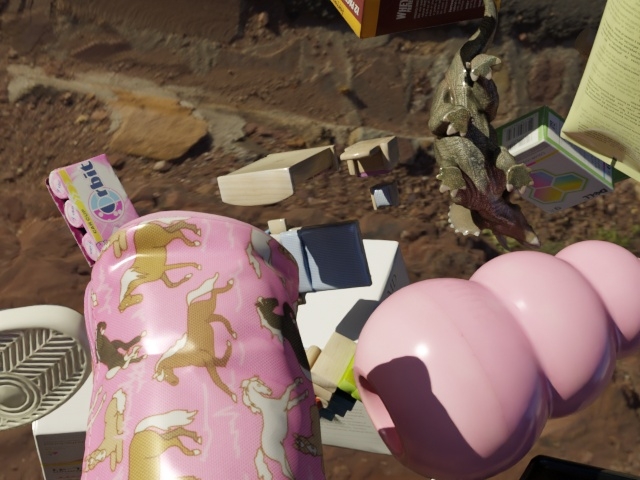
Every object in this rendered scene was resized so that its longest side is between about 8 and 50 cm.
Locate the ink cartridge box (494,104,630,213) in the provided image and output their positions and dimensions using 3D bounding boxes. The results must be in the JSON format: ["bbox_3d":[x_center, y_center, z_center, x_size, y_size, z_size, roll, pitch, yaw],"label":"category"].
[{"bbox_3d":[0.333,-0.096,1.135,0.209,0.109,0.062,27,58,-30],"label":"ink cartridge box"}]

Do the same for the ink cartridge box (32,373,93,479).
[{"bbox_3d":[-0.370,0.309,1.406,0.226,0.306,0.131,-2,60,-16],"label":"ink cartridge box"}]

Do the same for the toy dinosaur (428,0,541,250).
[{"bbox_3d":[0.162,-0.121,0.910,0.121,0.160,0.313,-17,95,-1],"label":"toy dinosaur"}]

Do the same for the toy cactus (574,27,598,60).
[{"bbox_3d":[0.439,-0.237,1.168,0.180,0.219,0.112,26,99,-12],"label":"toy cactus"}]

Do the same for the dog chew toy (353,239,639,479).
[{"bbox_3d":[0.204,0.105,0.842,0.332,0.206,0.207,-25,98,-12],"label":"dog chew toy"}]

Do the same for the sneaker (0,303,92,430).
[{"bbox_3d":[-0.373,0.125,0.846,0.350,0.148,0.131,-23,121,15],"label":"sneaker"}]

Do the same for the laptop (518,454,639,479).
[{"bbox_3d":[0.354,0.361,1.035,0.382,0.236,0.408,13,124,-6],"label":"laptop"}]

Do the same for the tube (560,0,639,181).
[{"bbox_3d":[0.201,-0.124,0.489,0.062,0.240,0.070,-5,52,1],"label":"tube"}]

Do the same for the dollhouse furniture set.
[{"bbox_3d":[0.000,0.000,1.431,0.198,0.286,0.303,-38,119,-60],"label":"dollhouse furniture set"}]

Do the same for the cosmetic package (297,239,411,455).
[{"bbox_3d":[0.032,0.244,1.909,0.394,0.327,0.329,69,34,-41],"label":"cosmetic package"}]

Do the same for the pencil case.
[{"bbox_3d":[-0.086,0.164,0.555,0.167,0.160,0.386,30,42,-38],"label":"pencil case"}]

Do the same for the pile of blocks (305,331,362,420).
[{"bbox_3d":[0.016,0.216,1.137,0.149,0.362,0.112,51,41,-15],"label":"pile of blocks"}]

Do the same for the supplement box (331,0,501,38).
[{"bbox_3d":[0.115,-0.366,0.963,0.194,0.191,0.129,-15,50,-18],"label":"supplement box"}]

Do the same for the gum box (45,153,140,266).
[{"bbox_3d":[-0.413,-0.061,1.509,0.107,0.062,0.188,-28,90,-40],"label":"gum box"}]
